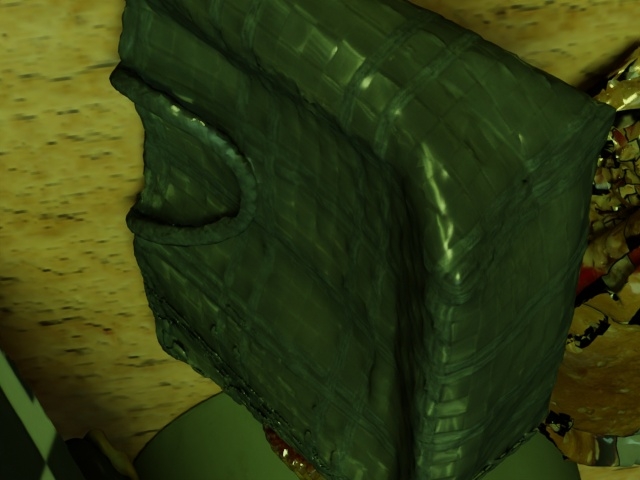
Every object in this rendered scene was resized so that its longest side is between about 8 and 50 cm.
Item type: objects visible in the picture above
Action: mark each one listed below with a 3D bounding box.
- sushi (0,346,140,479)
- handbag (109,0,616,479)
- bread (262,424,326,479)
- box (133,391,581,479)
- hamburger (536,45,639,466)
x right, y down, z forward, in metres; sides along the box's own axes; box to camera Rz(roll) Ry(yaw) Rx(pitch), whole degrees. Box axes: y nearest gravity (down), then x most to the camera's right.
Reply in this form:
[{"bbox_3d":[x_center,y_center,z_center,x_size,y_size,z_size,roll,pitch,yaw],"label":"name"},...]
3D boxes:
[{"bbox_3d":[-0.095,0.195,0.713,0.064,0.343,0.359,-19,150,-34],"label":"sushi"},{"bbox_3d":[0.000,0.000,0.602,0.088,0.175,0.270,-45,156,-29],"label":"handbag"},{"bbox_3d":[0.012,0.064,0.732,0.085,0.085,0.053,-12,151,3],"label":"bread"},{"bbox_3d":[0.024,0.178,0.829,0.226,0.149,0.226,-6,144,-5],"label":"box"},{"bbox_3d":[0.172,0.013,0.685,0.231,0.107,0.231,-9,146,-6],"label":"hamburger"}]
